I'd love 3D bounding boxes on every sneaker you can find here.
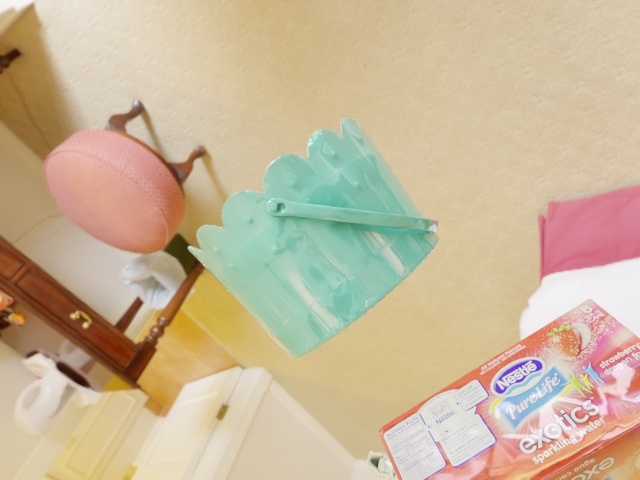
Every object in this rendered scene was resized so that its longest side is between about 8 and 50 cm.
[{"bbox_3d":[0.107,0.302,0.644,0.061,0.053,0.152,31,155,-13],"label":"sneaker"}]

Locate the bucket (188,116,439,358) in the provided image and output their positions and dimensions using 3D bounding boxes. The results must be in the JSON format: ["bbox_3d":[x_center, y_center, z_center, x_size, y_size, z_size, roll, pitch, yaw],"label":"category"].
[{"bbox_3d":[0.000,0.000,0.636,0.183,0.281,0.281,51,137,1],"label":"bucket"}]

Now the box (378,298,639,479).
[{"bbox_3d":[0.205,0.192,0.484,0.257,0.128,0.122,-33,123,3],"label":"box"}]
